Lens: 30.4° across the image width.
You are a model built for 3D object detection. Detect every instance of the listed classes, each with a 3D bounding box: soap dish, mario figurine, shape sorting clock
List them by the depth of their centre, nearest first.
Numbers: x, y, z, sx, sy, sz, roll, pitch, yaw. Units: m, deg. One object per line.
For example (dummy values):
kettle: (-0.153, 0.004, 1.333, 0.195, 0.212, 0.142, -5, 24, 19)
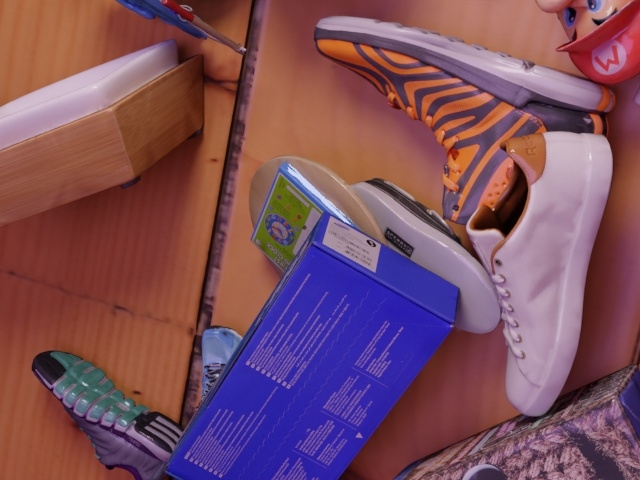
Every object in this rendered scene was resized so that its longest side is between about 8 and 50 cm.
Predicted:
mario figurine: (0.221, -0.296, 1.100, 0.170, 0.198, 0.321, -21, 83, 2)
shape sorting clock: (0.000, 0.000, 1.275, 0.206, 0.040, 0.206, 26, 133, 32)
soap dish: (-0.287, -0.114, 1.336, 0.290, 0.229, 0.118, -17, 106, 25)

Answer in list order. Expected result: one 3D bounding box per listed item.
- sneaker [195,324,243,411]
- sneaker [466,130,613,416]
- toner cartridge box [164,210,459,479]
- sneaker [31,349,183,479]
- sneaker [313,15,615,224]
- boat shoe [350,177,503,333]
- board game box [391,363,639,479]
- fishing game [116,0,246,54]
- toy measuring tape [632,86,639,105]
sneaker: (-0.112, 0.179, 1.371, 0.063, 0.073, 0.162, -7, 94, 25)
sneaker: (0.191, 0.032, 1.141, 0.123, 0.106, 0.290, 4, 108, -8)
toner cartridge box: (-0.014, 0.150, 1.240, 0.165, 0.075, 0.348, 31, 119, -5)
sneaker: (-0.276, 0.227, 1.448, 0.223, 0.083, 0.098, 32, 113, 16)
sneaker: (0.122, -0.115, 1.202, 0.321, 0.124, 0.180, 21, 104, 20)
boat shoe: (0.118, 0.007, 1.245, 0.219, 0.070, 0.078, 43, 128, 18)
board game box: (0.236, 0.299, 1.197, 0.291, 0.141, 0.232, -30, 85, 24)
fishing game: (-0.198, -0.276, 1.294, 0.264, 0.189, 0.041, 30, 92, 37)
toy measuring tape: (0.436, -0.071, 1.076, 0.330, 0.121, 0.121, 30, 108, 18)
